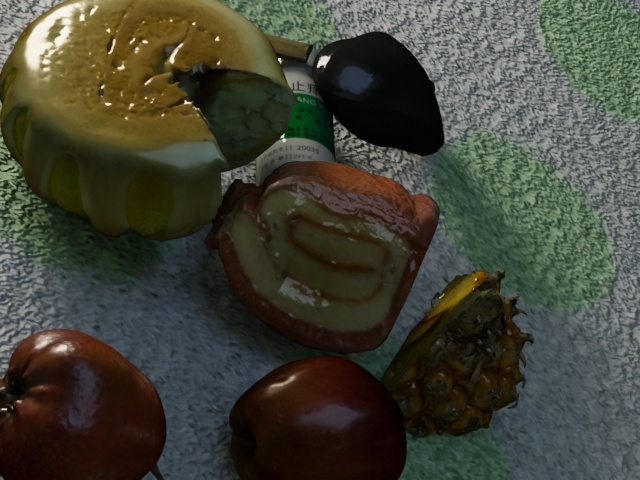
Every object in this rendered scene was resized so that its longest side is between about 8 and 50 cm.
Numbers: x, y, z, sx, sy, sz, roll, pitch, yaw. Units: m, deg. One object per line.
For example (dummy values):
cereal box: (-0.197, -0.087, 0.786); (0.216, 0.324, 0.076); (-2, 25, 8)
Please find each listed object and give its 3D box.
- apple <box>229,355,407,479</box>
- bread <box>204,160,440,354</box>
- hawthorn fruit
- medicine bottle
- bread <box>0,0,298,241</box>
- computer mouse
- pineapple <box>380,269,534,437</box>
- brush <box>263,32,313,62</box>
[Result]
apple: (-0.004, 0.190, 1.760); (0.158, 0.147, 0.156); (-5, 78, -38)
bread: (-0.005, 0.012, 1.897); (0.244, 0.190, 0.123); (17, 7, -8)
hawthorn fruit: (-0.201, 0.173, 1.638); (0.203, 0.163, 0.162); (30, 38, -36)
medicine bottle: (-0.030, -0.118, 2.060); (0.095, 0.095, 0.260); (17, 44, -23)
bread: (-0.191, -0.135, 1.899); (0.333, 0.160, 0.333); (7, 44, -7)
computer mouse: (0.087, -0.181, 2.137); (0.270, 0.086, 0.137); (7, 56, -64)
pineapple: (0.183, 0.117, 1.953); (0.140, 0.164, 0.250); (45, 37, -4)
brush: (-0.131, -0.248, 2.085); (0.248, 0.036, 0.043); (13, 45, 4)
